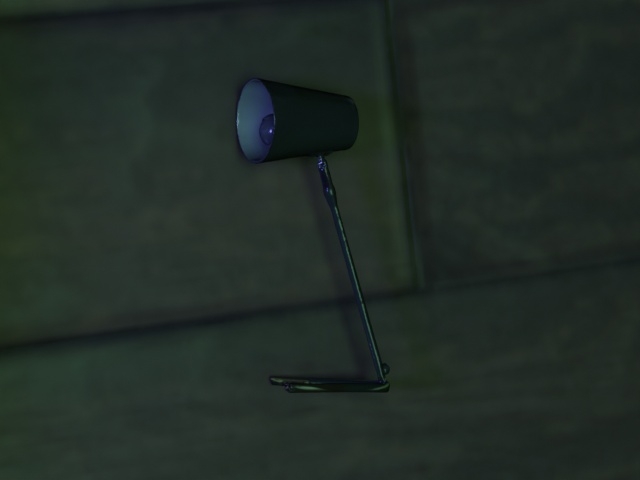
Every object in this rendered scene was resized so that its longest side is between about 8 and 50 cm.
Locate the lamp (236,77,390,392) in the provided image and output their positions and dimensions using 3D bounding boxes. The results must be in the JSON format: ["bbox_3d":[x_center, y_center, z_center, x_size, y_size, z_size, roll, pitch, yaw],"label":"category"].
[{"bbox_3d":[0.000,-0.001,0.746,0.054,0.041,0.121,-2,90,-28],"label":"lamp"}]
